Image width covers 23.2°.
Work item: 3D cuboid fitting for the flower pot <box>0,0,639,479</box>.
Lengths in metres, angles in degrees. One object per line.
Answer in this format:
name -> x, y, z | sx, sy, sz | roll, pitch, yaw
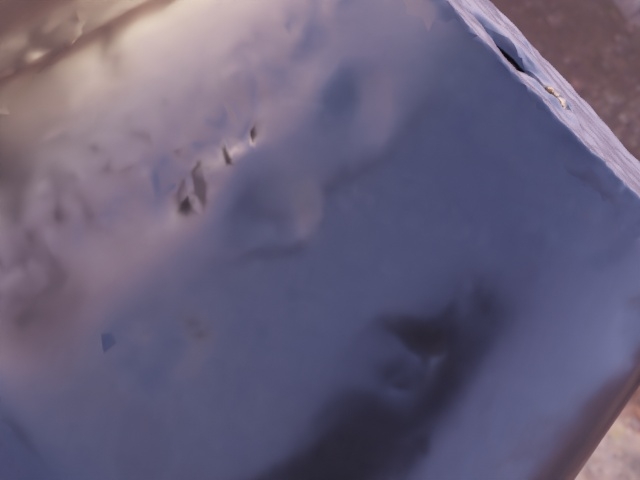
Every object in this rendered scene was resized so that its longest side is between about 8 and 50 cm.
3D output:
flower pot -> 0.000, 0.000, 0.446 | 0.269, 0.166, 0.269 | 47, 15, -16
